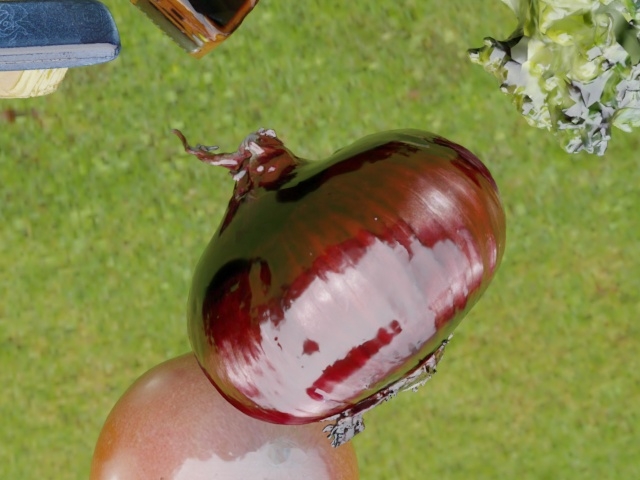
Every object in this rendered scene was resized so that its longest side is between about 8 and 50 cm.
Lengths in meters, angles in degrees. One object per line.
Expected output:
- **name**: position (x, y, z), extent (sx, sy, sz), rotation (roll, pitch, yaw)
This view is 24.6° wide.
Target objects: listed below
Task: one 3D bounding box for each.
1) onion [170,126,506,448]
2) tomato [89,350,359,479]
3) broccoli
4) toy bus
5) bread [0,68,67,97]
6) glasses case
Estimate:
- **onion**: position (0.000, 0.000, 1.135), extent (0.273, 0.273, 0.285), rotation (-37, 93, 22)
- **tomato**: position (-0.086, 0.227, 1.387), extent (0.255, 0.256, 0.224), rotation (7, 176, -26)
- **broccoli**: position (0.293, -0.233, 1.406), extent (0.272, 0.334, 0.324), rotation (4, 129, 33)
- **toy bus**: position (-0.023, -0.311, 1.242), extent (0.093, 0.409, 0.092), rotation (42, 146, -12)
- **bread**: position (-0.352, -0.229, 1.578), extent (0.190, 0.132, 0.114), rotation (-3, 151, -31)
- **glasses case**: position (-0.137, -0.095, 0.685), extent (0.083, 0.033, 0.023), rotation (-5, 148, -19)
